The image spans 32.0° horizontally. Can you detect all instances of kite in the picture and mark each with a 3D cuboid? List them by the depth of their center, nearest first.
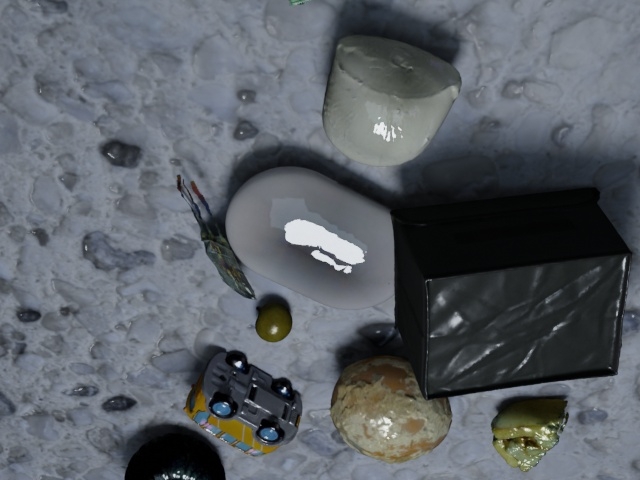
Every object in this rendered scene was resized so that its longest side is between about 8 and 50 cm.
[{"bbox_3d":[-0.182,-0.001,1.905,0.015,0.141,0.245,-34,115,-24],"label":"kite"}]

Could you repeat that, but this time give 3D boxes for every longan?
[{"bbox_3d":[-0.089,0.144,2.013,0.083,0.075,0.075,42,130,28],"label":"longan"}]

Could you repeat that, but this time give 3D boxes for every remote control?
[{"bbox_3d":[0.000,0.000,1.875,0.332,0.103,0.221,27,121,-12],"label":"remote control"}]

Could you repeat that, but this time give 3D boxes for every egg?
[{"bbox_3d":[0.129,0.306,2.022,0.233,0.195,0.195,12,127,-25],"label":"egg"}]

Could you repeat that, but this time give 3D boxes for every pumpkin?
[{"bbox_3d":[-0.289,0.476,2.217,0.202,0.140,0.202,-3,108,-8],"label":"pumpkin"}]

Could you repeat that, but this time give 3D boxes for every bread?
[{"bbox_3d":[0.380,0.346,2.083,0.110,0.103,0.156,31,118,-1],"label":"bread"}]

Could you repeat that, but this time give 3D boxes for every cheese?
[{"bbox_3d":[0.096,-0.203,1.696,0.198,0.154,0.189,18,130,-6],"label":"cheese"}]

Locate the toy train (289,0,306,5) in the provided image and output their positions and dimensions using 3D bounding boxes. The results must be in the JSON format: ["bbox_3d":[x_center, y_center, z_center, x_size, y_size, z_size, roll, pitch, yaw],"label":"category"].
[{"bbox_3d":[-0.011,-0.384,1.653,0.093,0.038,0.056,-13,116,16],"label":"toy train"}]

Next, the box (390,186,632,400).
[{"bbox_3d":[0.302,0.083,1.791,0.345,0.204,0.251,-7,124,-7],"label":"box"}]

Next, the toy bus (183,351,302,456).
[{"bbox_3d":[-0.152,0.316,2.103,0.209,0.126,0.136,33,130,-16],"label":"toy bus"}]
